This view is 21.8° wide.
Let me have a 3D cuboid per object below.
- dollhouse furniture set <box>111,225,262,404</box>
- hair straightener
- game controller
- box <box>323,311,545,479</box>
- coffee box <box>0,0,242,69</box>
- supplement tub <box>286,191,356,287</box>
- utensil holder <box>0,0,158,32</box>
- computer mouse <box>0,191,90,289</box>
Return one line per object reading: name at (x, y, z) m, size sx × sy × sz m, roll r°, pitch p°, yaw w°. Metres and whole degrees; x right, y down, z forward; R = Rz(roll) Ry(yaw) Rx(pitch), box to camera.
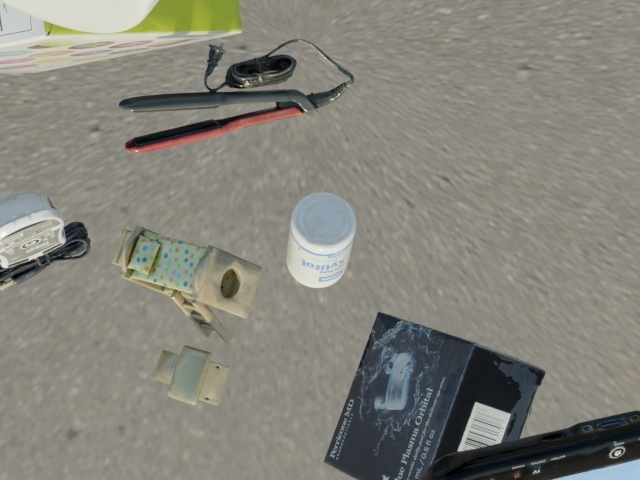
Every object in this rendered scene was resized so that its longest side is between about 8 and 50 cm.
dollhouse furniture set at (-0.182, 0.073, 1.757) m, size 0.181 × 0.101 × 0.161 m, roll 13°, pitch 83°, yaw 35°
hair straightener at (-0.081, -0.147, 1.596) m, size 0.230 × 0.047 × 0.089 m, roll -11°, pitch 107°, yaw -7°
game controller at (0.219, 0.200, 1.329) m, size 0.319 × 0.166 × 0.067 m, roll -11°, pitch 57°, yaw -15°
box at (0.101, 0.163, 1.521) m, size 0.093 × 0.158 × 0.156 m, roll 22°, pitch 87°, yaw -32°
coffee box at (-0.329, -0.368, 1.834) m, size 0.334 × 0.337 × 0.338 m, roll -5°, pitch 94°, yaw 34°
supplement tub at (0.000, 0.000, 1.777) m, size 0.071 × 0.107 × 0.071 m, roll 1°, pitch 65°, yaw -3°
utensil holder at (-0.145, -0.385, 1.133) m, size 0.327 × 0.327 × 0.385 m, roll 33°, pitch 71°, yaw -4°
computer mouse at (-0.253, -0.008, 1.438) m, size 0.106 × 0.193 × 0.042 m, roll -22°, pitch 79°, yaw -11°
